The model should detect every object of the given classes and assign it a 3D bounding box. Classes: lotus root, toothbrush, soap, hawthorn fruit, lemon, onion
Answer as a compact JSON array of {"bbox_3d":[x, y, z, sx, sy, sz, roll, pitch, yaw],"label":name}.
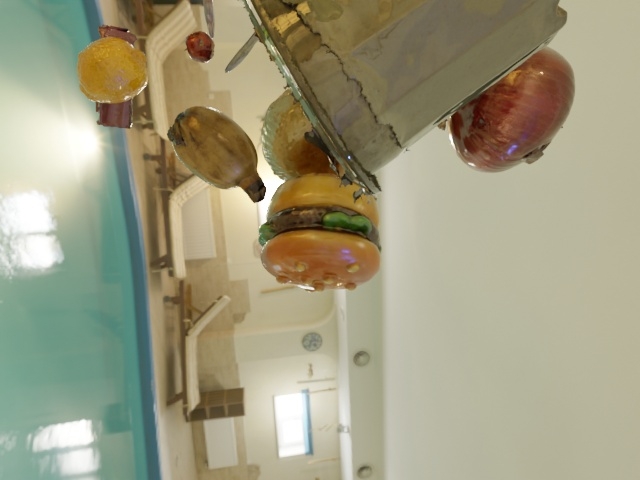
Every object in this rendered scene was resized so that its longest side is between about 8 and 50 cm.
[{"bbox_3d":[-0.262,-0.227,1.105,0.310,0.182,0.183,42,-3,-8],"label":"lotus root"},{"bbox_3d":[-0.231,-0.737,1.450,0.413,0.042,0.035,-29,-93,39],"label":"toothbrush"},{"bbox_3d":[-0.642,-0.515,1.265,0.182,0.112,0.289,46,-54,48],"label":"soap"},{"bbox_3d":[-0.361,-0.576,1.198,0.093,0.093,0.093,175,-90,-82],"label":"hawthorn fruit"},{"bbox_3d":[-0.505,-0.405,0.972,0.142,0.187,0.142,55,15,-23],"label":"lemon"},{"bbox_3d":[0.493,-0.347,1.074,0.353,0.354,0.353,175,-90,-82],"label":"onion"}]

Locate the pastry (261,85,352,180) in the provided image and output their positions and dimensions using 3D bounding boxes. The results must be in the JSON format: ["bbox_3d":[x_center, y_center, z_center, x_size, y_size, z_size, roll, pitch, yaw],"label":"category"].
[{"bbox_3d":[-0.030,-0.378,1.451,0.312,0.389,0.388,-123,-152,-52],"label":"pastry"}]

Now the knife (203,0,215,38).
[{"bbox_3d":[-0.238,-0.600,0.767,0.398,0.038,0.132,97,-19,-48],"label":"knife"}]

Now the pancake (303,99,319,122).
[{"bbox_3d":[0.038,-0.408,0.997,0.254,0.037,0.253,-13,-110,41],"label":"pancake"}]

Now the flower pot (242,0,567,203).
[{"bbox_3d":[0.088,-0.217,0.427,0.290,0.259,0.290,56,13,-21],"label":"flower pot"}]

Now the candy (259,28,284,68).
[{"bbox_3d":[-0.123,-0.584,1.187,0.102,0.032,0.178,-58,167,5],"label":"candy"}]

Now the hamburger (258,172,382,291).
[{"bbox_3d":[0.000,0.000,1.238,0.395,0.396,0.277,102,-7,-64],"label":"hamburger"}]
